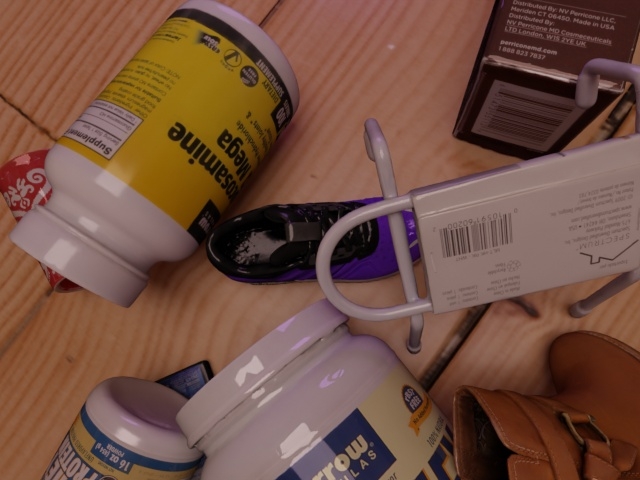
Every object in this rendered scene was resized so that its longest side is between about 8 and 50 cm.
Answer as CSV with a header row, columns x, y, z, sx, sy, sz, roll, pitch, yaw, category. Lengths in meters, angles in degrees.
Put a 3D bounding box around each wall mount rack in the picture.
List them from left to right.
x,y,z,sx,sy,sz,roll,pitch,yaw,category
0.178,0.011,0.419,0.349,0.131,0.305,-13,117,6,wall mount rack

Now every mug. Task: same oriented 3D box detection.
x,y,z,sx,sy,sz,roll,pitch,yaw,category
-0.335,-0.033,0.592,0.150,0.113,0.169,-30,80,3,mug

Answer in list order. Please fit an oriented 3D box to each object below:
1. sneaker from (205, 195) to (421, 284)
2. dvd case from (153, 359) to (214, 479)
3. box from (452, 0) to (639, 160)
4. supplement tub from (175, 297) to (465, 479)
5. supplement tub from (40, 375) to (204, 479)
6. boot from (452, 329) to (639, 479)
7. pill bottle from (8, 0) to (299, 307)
x,y,z,sx,sy,sz,roll,pitch,yaw,category
0.000,0.001,0.517,0.292,0.146,0.102,-10,78,7,sneaker
-0.184,0.307,0.551,0.180,0.022,0.253,-24,77,2,dvd case
0.287,-0.312,0.511,0.143,0.191,0.382,19,83,11,box
0.034,0.244,0.422,0.235,0.235,0.325,-40,77,0,supplement tub
-0.228,0.272,0.477,0.144,0.144,0.200,27,84,12,supplement tub
0.211,0.168,0.387,0.219,0.109,0.284,17,38,-8,boot
-0.184,-0.099,0.515,0.187,0.188,0.334,29,75,12,pill bottle
